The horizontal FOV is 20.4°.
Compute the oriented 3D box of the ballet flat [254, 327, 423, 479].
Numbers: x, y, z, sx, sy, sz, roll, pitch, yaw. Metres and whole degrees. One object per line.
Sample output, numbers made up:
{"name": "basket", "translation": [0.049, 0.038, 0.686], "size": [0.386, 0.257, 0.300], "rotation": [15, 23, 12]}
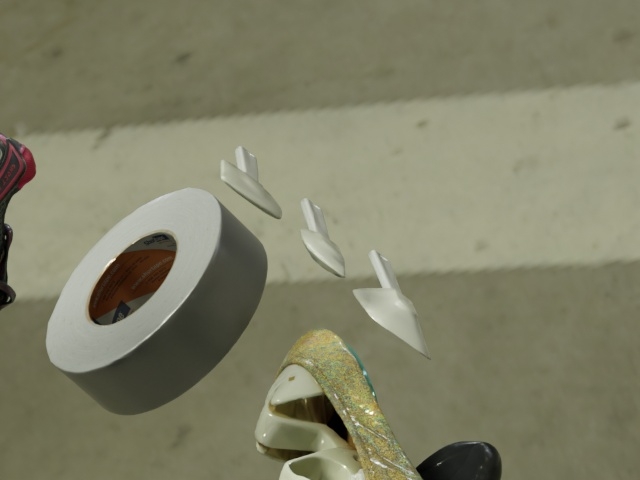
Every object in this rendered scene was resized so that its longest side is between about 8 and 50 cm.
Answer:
{"name": "ballet flat", "translation": [0.008, 0.182, 1.510], "size": [0.123, 0.123, 0.348], "rotation": [-28, 39, -4]}

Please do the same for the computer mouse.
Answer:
{"name": "computer mouse", "translation": [0.075, 0.275, 1.633], "size": [0.242, 0.071, 0.041], "rotation": [-45, 30, -1]}

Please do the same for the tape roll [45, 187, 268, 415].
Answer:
{"name": "tape roll", "translation": [-0.156, 0.056, 1.682], "size": [0.219, 0.072, 0.219], "rotation": [-30, 34, 22]}

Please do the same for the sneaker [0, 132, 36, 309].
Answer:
{"name": "sneaker", "translation": [-0.305, 0.053, 1.436], "size": [0.112, 0.299, 0.121], "rotation": [9, 10, -26]}

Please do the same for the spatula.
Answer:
{"name": "spatula", "translation": [0.000, 0.000, 1.137], "size": [0.019, 0.168, 0.242], "rotation": [-52, 8, 5]}
